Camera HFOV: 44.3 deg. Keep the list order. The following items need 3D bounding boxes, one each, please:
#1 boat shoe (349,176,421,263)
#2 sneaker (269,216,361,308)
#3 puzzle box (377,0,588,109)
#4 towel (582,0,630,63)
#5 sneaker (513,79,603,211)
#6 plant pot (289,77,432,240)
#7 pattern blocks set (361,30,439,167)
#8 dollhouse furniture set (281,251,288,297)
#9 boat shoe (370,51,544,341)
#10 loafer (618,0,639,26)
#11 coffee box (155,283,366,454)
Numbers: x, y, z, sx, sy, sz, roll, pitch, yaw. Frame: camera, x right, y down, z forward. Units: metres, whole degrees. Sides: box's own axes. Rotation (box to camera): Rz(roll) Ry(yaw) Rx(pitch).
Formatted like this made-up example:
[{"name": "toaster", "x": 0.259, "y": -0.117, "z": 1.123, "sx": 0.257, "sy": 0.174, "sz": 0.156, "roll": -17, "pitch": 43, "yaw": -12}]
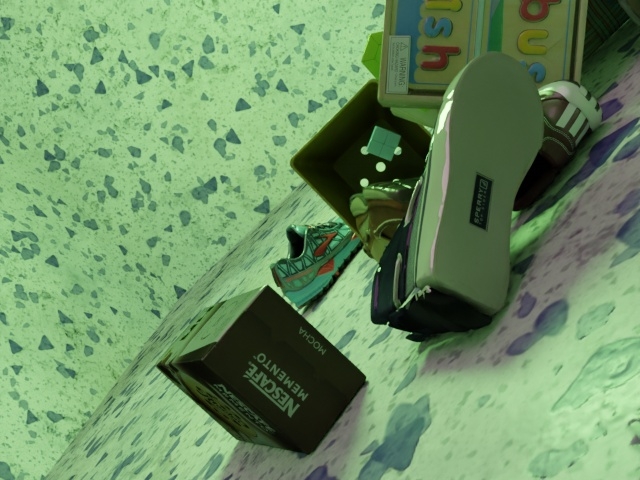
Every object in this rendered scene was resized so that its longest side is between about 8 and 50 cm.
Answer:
[{"name": "boat shoe", "x": 0.118, "y": -0.021, "z": 1.094, "sx": 0.123, "sy": 0.119, "sz": 0.324, "roll": -8, "pitch": -1, "yaw": -4}, {"name": "sneaker", "x": 0.000, "y": 0.000, "z": 1.478, "sx": 0.104, "sy": 0.125, "sz": 0.262, "roll": -34, "pitch": 15, "yaw": 50}, {"name": "puzzle box", "x": 0.229, "y": -0.379, "z": 1.071, "sx": 0.052, "sy": 0.272, "sz": 0.408, "roll": 1, "pitch": -87, "yaw": -77}, {"name": "towel", "x": 0.346, "y": -0.372, "z": 1.167, "sx": 0.370, "sy": 0.271, "sz": 0.040, "roll": -45, "pitch": 31, "yaw": 8}, {"name": "sneaker", "x": 0.215, "y": -0.095, "z": 1.007, "sx": 0.162, "sy": 0.106, "sz": 0.281, "roll": -54, "pitch": 12, "yaw": -28}, {"name": "plant pot", "x": 0.104, "y": -0.137, "z": 1.434, "sx": 0.212, "sy": 0.212, "sz": 0.187, "roll": -44, "pitch": -4, "yaw": 9}, {"name": "pattern blocks set", "x": 0.207, "y": -0.266, "z": 1.263, "sx": 0.026, "sy": 0.286, "sz": 0.324, "roll": -84, "pitch": 5, "yaw": -77}, {"name": "dollhouse furniture set", "x": -0.024, "y": 0.079, "z": 1.617, "sx": 0.081, "sy": 0.091, "sz": 0.114, "roll": 2, "pitch": 58, "yaw": 20}, {"name": "boat shoe", "x": 0.140, "y": -0.047, "z": 0.875, "sx": 0.158, "sy": 0.127, "sz": 0.340, "roll": -38, "pitch": 27, "yaw": 57}, {"name": "loafer", "x": 0.488, "y": -0.383, "z": 1.065, "sx": 0.251, "sy": 0.094, "sz": 0.087, "roll": -49, "pitch": 5, "yaw": -24}, {"name": "coffee box", "x": -0.090, "y": 0.168, "z": 1.007, "sx": 0.119, "sy": 0.168, "sz": 0.297, "roll": -49, "pitch": 9, "yaw": -22}]
